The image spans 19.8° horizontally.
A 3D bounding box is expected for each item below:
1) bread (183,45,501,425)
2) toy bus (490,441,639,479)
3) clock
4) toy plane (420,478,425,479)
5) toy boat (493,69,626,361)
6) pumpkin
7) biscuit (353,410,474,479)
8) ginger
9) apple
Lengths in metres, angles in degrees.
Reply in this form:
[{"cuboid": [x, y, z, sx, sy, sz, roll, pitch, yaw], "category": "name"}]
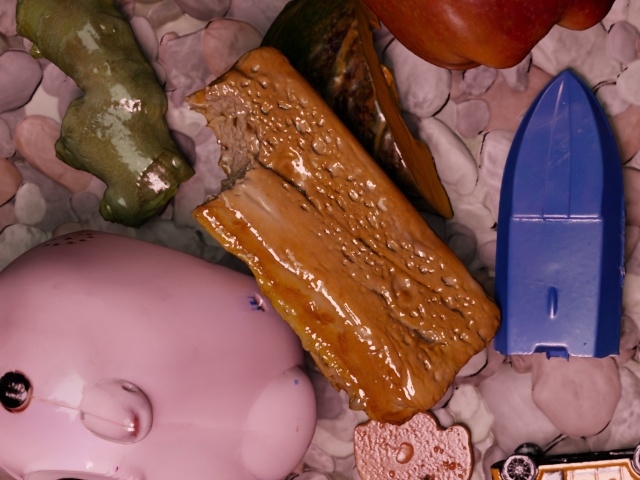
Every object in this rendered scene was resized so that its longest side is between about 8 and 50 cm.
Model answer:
[{"cuboid": [0.000, 0.000, 1.767, 0.185, 0.109, 0.380, -43, 95, -28], "category": "bread"}, {"cuboid": [0.269, 0.243, 1.812, 0.194, 0.083, 0.088, -7, 89, 14], "category": "toy bus"}, {"cuboid": [-0.193, 0.123, 1.779, 0.368, 0.376, 0.251, 14, 91, 23], "category": "clock"}, {"cuboid": [0.087, 0.378, 1.868, 0.192, 0.088, 0.262, -10, 98, 20], "category": "toy plane"}, {"cuboid": [0.242, -0.026, 1.824, 0.129, 0.088, 0.295, 1, 80, 15], "category": "toy boat"}, {"cuboid": [0.006, -0.122, 1.870, 0.163, 0.111, 0.279, -23, 86, 18], "category": "pumpkin"}, {"cuboid": [0.095, 0.221, 1.891, 0.130, 0.019, 0.102, 14, 94, 14], "category": "biscuit"}, {"cuboid": [-0.235, -0.151, 1.944, 0.137, 0.089, 0.290, -20, 89, 33], "category": "ginger"}, {"cuboid": [0.145, -0.325, 1.747, 0.288, 0.288, 0.317, -27, 97, 13], "category": "apple"}]
